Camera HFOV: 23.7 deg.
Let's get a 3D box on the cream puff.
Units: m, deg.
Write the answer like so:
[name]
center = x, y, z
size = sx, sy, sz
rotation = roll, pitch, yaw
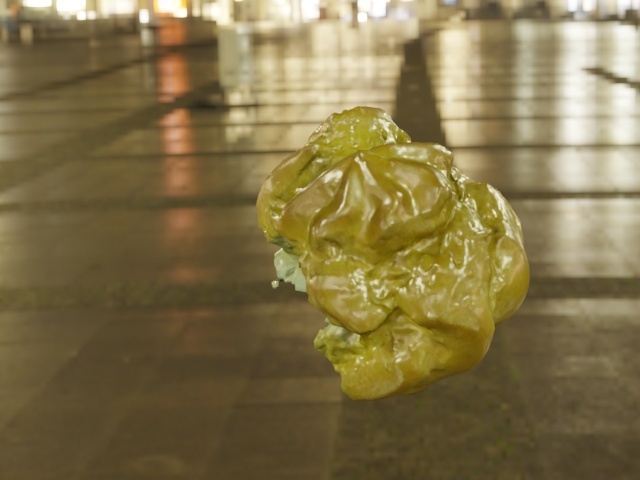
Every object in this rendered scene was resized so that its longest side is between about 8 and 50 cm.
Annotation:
[cream puff]
center = 0.049, -0.004, 1.115
size = 0.195, 0.194, 0.221
rotation = -6, 38, -27
